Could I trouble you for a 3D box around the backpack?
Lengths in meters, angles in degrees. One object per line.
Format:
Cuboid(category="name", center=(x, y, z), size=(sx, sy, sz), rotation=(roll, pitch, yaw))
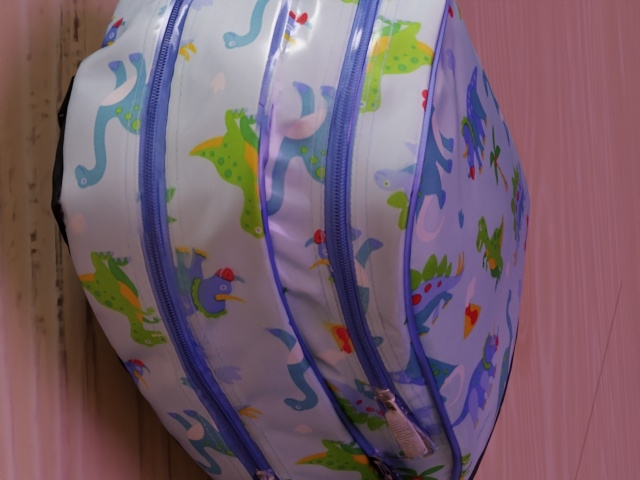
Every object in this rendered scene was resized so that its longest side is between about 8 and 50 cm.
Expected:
Cuboid(category="backpack", center=(0.000, 0.000, 0.716), size=(0.355, 0.273, 0.290), rotation=(49, 48, -37))
